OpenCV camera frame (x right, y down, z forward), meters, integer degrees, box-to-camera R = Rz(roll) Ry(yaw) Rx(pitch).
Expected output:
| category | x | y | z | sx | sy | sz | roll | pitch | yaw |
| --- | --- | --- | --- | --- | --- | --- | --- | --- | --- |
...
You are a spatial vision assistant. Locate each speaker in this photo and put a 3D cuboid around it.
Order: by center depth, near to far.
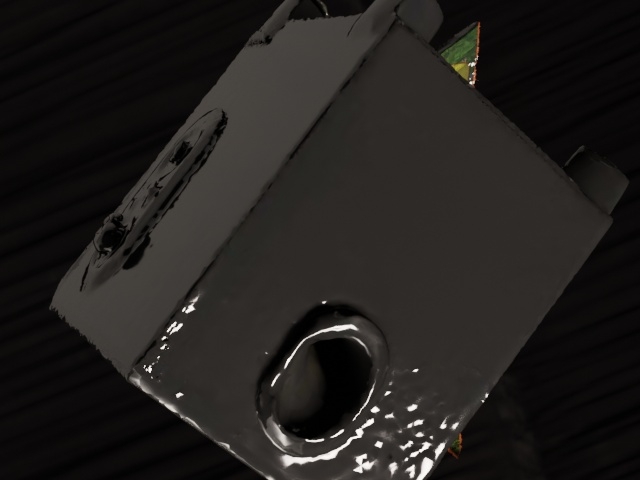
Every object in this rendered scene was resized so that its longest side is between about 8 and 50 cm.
| category | x | y | z | sx | sy | sz | roll | pitch | yaw |
| --- | --- | --- | --- | --- | --- | --- | --- | --- | --- |
| speaker | 0.000 | 0.000 | 0.801 | 0.184 | 0.254 | 0.232 | 40 | -7 | -21 |

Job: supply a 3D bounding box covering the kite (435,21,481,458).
| category | x | y | z | sx | sy | sz | roll | pitch | yaw |
| --- | --- | --- | --- | --- | --- | --- | --- | --- | --- |
| kite | 0.046 | -0.005 | 1.020 | 0.016 | 0.234 | 0.321 | 111 | -18 | -86 |
